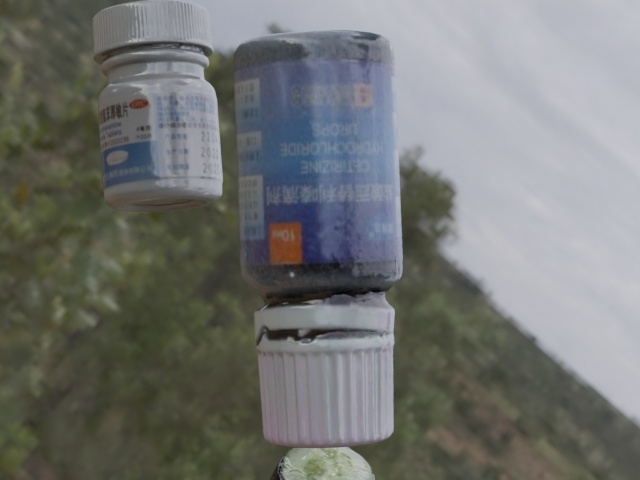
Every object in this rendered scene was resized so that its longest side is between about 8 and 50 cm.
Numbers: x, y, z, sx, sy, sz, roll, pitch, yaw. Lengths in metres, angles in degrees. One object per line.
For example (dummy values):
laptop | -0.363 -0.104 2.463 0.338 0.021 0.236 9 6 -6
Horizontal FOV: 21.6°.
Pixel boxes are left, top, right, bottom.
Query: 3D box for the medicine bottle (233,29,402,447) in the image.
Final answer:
medicine bottle | 0.000 0.000 0.839 0.083 0.203 0.083 -2 1 0

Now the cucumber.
cucumber | -0.044 0.264 1.280 0.074 0.241 0.074 29 7 -4

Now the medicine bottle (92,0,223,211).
medicine bottle | -0.139 -0.112 1.432 0.105 0.105 0.168 49 36 -82
